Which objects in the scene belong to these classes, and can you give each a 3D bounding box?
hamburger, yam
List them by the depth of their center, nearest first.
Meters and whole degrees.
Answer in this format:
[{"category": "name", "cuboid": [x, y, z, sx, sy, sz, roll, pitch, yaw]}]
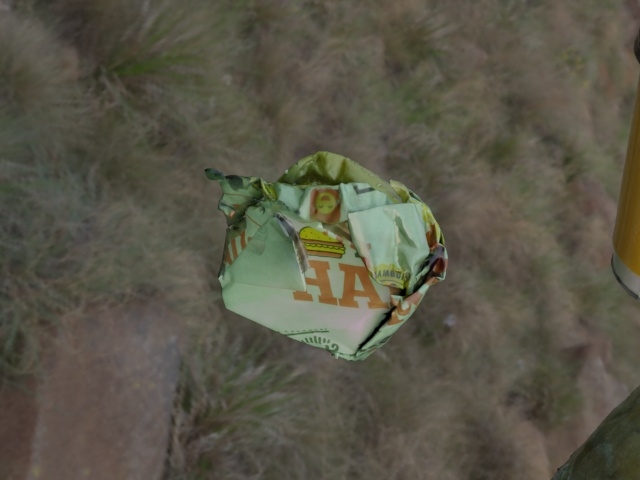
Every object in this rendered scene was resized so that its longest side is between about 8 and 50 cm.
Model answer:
[{"category": "yam", "cuboid": [0.234, 0.183, 0.822, 0.107, 0.194, 0.107, 30, 22, -14]}, {"category": "hamburger", "cuboid": [-0.003, -0.001, 1.051, 0.235, 0.214, 0.125, 35, 50, 5]}]

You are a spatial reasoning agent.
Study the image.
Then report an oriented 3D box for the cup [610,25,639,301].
[{"category": "cup", "cuboid": [0.352, -0.077, 0.989, 0.196, 0.196, 0.280, -73, 171, -52]}]
